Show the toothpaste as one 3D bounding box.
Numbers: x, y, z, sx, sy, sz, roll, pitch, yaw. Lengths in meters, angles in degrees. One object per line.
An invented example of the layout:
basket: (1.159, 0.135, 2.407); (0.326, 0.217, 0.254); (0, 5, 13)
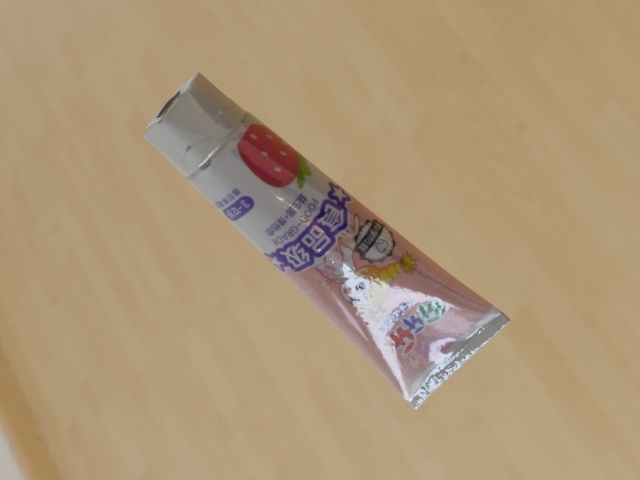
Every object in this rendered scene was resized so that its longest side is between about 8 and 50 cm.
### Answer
toothpaste: (0.000, 0.000, 0.628); (0.067, 0.194, 0.043); (-46, 14, 12)
